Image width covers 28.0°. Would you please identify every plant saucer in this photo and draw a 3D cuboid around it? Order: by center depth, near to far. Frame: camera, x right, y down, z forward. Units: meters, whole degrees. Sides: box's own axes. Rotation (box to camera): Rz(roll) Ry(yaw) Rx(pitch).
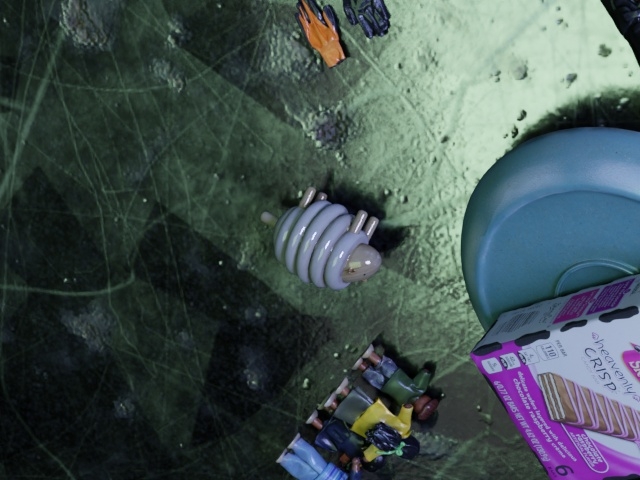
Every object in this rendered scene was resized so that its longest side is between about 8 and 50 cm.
[{"bbox_3d":[0.258,0.052,1.117,0.318,0.044,0.317,20,132,24],"label":"plant saucer"}]

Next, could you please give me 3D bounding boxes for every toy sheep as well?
[{"bbox_3d":[0.000,0.000,1.235,0.132,0.091,0.091,26,114,26],"label":"toy sheep"}]

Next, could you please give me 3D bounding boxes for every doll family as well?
[{"bbox_3d":[0.042,0.202,1.289,0.111,0.076,0.193,39,120,0],"label":"doll family"}]

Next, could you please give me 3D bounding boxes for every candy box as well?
[{"bbox_3d":[0.263,0.116,1.078,0.233,0.071,0.159,-23,106,44],"label":"candy box"}]

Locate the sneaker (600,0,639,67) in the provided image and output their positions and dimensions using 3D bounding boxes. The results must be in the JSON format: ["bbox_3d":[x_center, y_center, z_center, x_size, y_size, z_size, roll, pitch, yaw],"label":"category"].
[{"bbox_3d":[0.306,-0.161,1.051,0.107,0.124,0.283,-32,94,25],"label":"sneaker"}]

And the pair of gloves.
[{"bbox_3d":[0.020,-0.210,1.202,0.083,0.010,0.074,-30,93,22],"label":"pair of gloves"}]
